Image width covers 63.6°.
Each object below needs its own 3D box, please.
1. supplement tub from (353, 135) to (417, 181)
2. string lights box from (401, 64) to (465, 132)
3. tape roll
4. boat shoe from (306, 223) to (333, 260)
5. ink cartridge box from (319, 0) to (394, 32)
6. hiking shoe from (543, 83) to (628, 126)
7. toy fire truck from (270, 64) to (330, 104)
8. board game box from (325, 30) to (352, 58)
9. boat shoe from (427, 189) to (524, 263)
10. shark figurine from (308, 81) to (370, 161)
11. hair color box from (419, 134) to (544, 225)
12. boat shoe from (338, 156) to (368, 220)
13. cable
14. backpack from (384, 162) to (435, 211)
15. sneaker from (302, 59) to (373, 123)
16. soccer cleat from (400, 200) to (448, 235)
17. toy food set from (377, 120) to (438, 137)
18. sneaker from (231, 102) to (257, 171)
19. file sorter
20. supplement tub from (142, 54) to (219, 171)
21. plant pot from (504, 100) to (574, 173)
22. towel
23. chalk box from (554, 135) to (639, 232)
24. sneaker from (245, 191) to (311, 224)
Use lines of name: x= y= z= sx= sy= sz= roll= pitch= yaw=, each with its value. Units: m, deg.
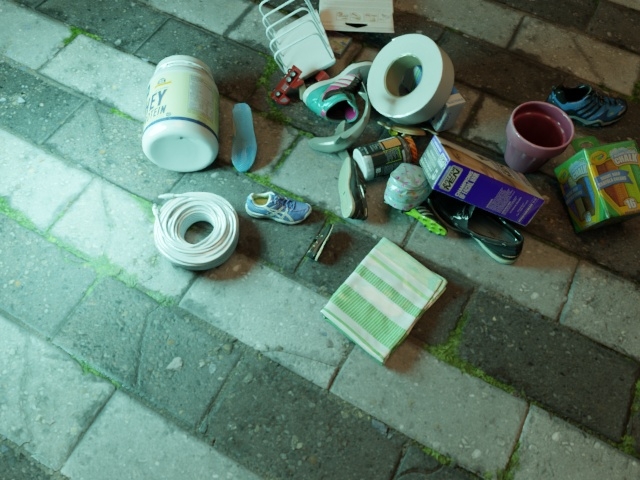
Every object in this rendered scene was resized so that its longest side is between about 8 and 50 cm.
supplement tub: x=0.213 y=-0.273 z=1.700 sx=0.190 sy=0.117 sz=0.117 roll=-17 pitch=64 yaw=-11
string lights box: x=0.394 y=-0.526 z=1.827 sx=0.076 sy=0.133 sz=0.260 roll=-19 pitch=65 yaw=-17
tape roll: x=0.302 y=-0.544 z=1.749 sx=0.286 sy=0.100 sz=0.287 roll=-5 pitch=82 yaw=38
boat shoe: x=0.000 y=-0.001 z=1.588 sx=0.042 sy=0.049 sz=0.133 roll=28 pitch=69 yaw=4
ink cartridge box: x=0.141 y=-0.895 z=2.052 sx=0.295 sy=0.066 sz=0.261 roll=3 pitch=61 yaw=-1
hiking shoe: x=0.947 y=-0.481 z=1.821 sx=0.303 sy=0.132 sz=0.113 roll=-1 pitch=62 yaw=-2
toy fire truck: x=-0.073 y=-0.552 z=1.851 sx=0.192 sy=0.135 sz=0.047 roll=-49 pitch=35 yaw=12
board game box: x=0.033 y=-0.775 z=2.009 sx=0.154 sy=0.026 sz=0.104 roll=26 pitch=65 yaw=12
boat shoe: x=0.484 y=-0.068 z=1.601 sx=0.127 sy=0.113 sz=0.340 roll=-37 pitch=69 yaw=-17
shark figurine: x=0.090 y=-0.362 z=1.691 sx=0.278 sy=0.116 sz=0.166 roll=-43 pitch=79 yaw=21
hair color box: x=0.484 y=-0.182 z=1.566 sx=0.338 sy=0.110 sz=0.185 roll=18 pitch=31 yaw=-15
boat shoe: x=0.107 y=-0.167 z=1.672 sx=0.079 sy=0.084 sz=0.233 roll=9 pitch=56 yaw=-22
cable: x=-0.375 y=-0.029 z=1.572 sx=0.256 sy=0.089 sz=0.257 roll=-7 pitch=63 yaw=-6
backpack: x=0.269 y=-0.168 z=1.598 sx=0.151 sy=0.115 sz=0.182 roll=21 pitch=39 yaw=25
sneaker: x=0.103 y=-0.512 z=1.816 sx=0.295 sy=0.124 sz=0.179 roll=-29 pitch=61 yaw=-7
soccer cleat: x=0.335 y=-0.083 z=1.636 sx=0.178 sy=0.060 sz=0.072 roll=36 pitch=66 yaw=19
toy food set: x=0.297 y=-0.368 z=1.766 sx=0.191 sy=0.039 sz=0.132 roll=4 pitch=22 yaw=-13
sneaker: x=-0.256 y=-0.339 z=1.743 sx=0.087 sy=0.092 sz=0.229 roll=0 pitch=82 yaw=-4
file sorter: x=-0.091 y=-0.751 z=1.879 sx=0.192 sy=0.173 sz=0.278 roll=-24 pitch=63 yaw=14
supplement tub: x=-0.450 y=-0.415 z=1.689 sx=0.235 sy=0.235 sz=0.325 roll=-4 pitch=62 yaw=-4
plant pot: x=0.700 y=-0.325 z=1.704 sx=0.201 sy=0.180 sz=0.202 roll=0 pitch=62 yaw=-1
towel: x=0.187 y=0.168 z=1.512 sx=0.247 sy=0.038 sz=0.325 roll=37 pitch=67 yaw=17
chalk box: x=0.872 y=-0.196 z=1.605 sx=0.180 sy=0.179 sz=0.289 roll=-12 pitch=79 yaw=-8
sneaker: x=-0.133 y=-0.104 z=1.621 sx=0.210 sy=0.081 sz=0.080 roll=4 pitch=60 yaw=-1
